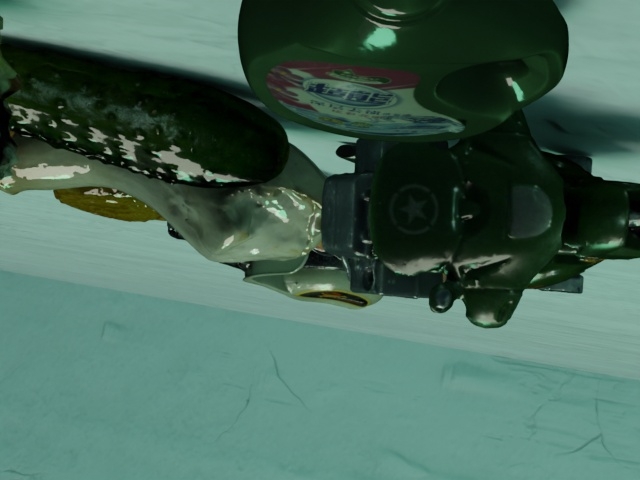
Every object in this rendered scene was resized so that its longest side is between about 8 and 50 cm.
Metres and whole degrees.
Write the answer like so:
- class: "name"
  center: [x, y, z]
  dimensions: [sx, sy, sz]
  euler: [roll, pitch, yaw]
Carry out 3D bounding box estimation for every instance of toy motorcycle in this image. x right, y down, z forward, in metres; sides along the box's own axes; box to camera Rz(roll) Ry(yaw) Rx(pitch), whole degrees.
- class: "toy motorcycle"
  center: [0.085, -0.013, 1.018]
  dimensions: [0.187, 0.124, 0.275]
  euler: [4, 178, -27]
- class: "toy motorcycle"
  center: [0.000, 0.000, 1.455]
  dimensions: [0.157, 0.091, 0.263]
  euler: [-5, 166, 43]

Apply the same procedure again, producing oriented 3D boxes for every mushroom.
- class: "mushroom"
  center: [-0.109, -0.046, 1.188]
  dimensions: [0.278, 0.096, 0.099]
  euler: [17, 168, 25]

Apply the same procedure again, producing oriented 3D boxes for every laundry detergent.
- class: "laundry detergent"
  center: [0.036, -0.087, 0.701]
  dimensions: [0.137, 0.063, 0.211]
  euler: [10, 172, -2]

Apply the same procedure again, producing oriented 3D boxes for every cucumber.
- class: "cucumber"
  center: [-0.130, -0.079, 1.081]
  dimensions: [0.227, 0.069, 0.069]
  euler: [15, 174, 1]

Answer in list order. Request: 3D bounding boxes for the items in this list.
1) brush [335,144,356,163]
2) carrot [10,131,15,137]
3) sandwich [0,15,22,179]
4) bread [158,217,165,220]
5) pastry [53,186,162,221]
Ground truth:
- class: "brush"
  center: [0.101, -0.038, 1.224]
  dimensions: [0.193, 0.016, 0.063]
  euler: [13, 173, -19]
- class: "carrot"
  center: [-0.264, -0.049, 1.178]
  dimensions: [0.087, 0.087, 0.193]
  euler: [14, 146, -22]
- class: "sandwich"
  center: [-0.303, -0.082, 0.917]
  dimensions: [0.325, 0.131, 0.262]
  euler: [1, 173, 39]
- class: "bread"
  center: [-0.172, -0.036, 1.714]
  dimensions: [0.110, 0.024, 0.110]
  euler: [12, 174, 1]
- class: "pastry"
  center: [-0.169, -0.050, 1.426]
  dimensions: [0.109, 0.057, 0.097]
  euler: [15, 171, -40]
